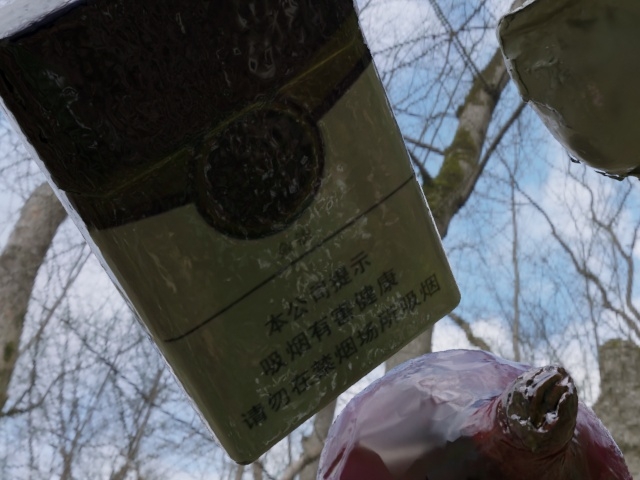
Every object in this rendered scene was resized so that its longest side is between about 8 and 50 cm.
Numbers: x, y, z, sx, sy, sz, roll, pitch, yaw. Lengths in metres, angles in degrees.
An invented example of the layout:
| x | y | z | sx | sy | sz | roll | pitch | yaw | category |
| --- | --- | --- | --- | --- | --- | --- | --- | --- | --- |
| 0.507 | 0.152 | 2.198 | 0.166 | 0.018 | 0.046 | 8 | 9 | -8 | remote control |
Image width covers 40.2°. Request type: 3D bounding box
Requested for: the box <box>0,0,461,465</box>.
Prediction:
| x | y | z | sx | sy | sz | roll | pitch | yaw | category |
| --- | --- | --- | --- | --- | --- | --- | --- | --- | --- |
| -0.038 | -0.029 | 0.441 | 0.168 | 0.071 | 0.259 | -35 | -55 | -15 | box |

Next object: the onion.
| x | y | z | sx | sy | sz | roll | pitch | yaw | category |
| --- | --- | --- | --- | --- | --- | --- | --- | --- | --- |
| 0.174 | 0.245 | 0.903 | 0.347 | 0.348 | 0.385 | 14 | -40 | 1 | onion |

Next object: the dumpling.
| x | y | z | sx | sy | sz | roll | pitch | yaw | category |
| --- | --- | --- | --- | --- | --- | --- | --- | --- | --- |
| 0.269 | -0.151 | 0.748 | 0.247 | 0.142 | 0.172 | 31 | -52 | -29 | dumpling |
